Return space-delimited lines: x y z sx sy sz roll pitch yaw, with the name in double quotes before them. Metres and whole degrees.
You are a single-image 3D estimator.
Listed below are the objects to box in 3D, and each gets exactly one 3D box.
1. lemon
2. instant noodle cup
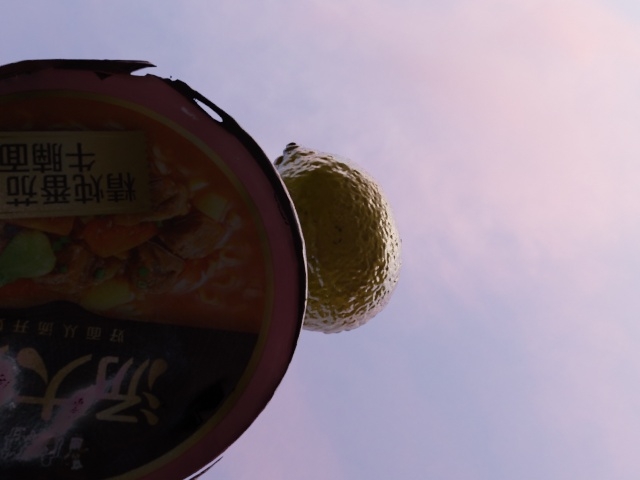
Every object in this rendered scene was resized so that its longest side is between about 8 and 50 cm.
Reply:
"lemon" 0.000 0.000 1.180 0.268 0.268 0.322 -25 -75 -27
"instant noodle cup" -0.151 0.052 0.457 0.243 0.255 0.244 6 -111 -15
